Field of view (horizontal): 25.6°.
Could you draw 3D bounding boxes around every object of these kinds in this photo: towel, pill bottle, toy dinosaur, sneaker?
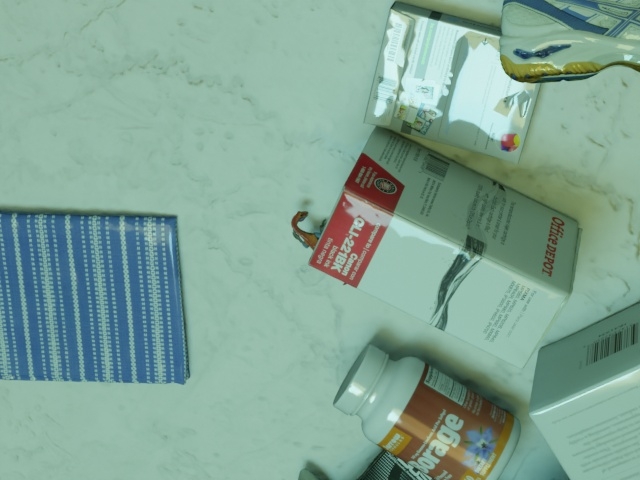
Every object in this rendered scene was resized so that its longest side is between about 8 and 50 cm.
[{"bbox_3d":[-0.340,0.075,1.855,0.336,0.040,0.243,2,113,10],"label":"towel"},{"bbox_3d":[0.130,0.222,1.757,0.216,0.121,0.121,30,117,-2],"label":"pill bottle"},{"bbox_3d":[0.000,0.000,1.719,0.082,0.090,0.047,31,105,-37],"label":"toy dinosaur"},{"bbox_3d":[0.340,-0.242,1.503,0.297,0.112,0.130,-2,88,0],"label":"sneaker"}]

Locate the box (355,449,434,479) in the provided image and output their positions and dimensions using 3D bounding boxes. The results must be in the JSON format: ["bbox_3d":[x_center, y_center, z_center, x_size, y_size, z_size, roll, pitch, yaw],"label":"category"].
[{"bbox_3d":[0.107,0.380,1.800,0.191,0.045,0.184,43,93,16],"label":"box"}]

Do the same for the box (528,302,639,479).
[{"bbox_3d":[0.430,0.258,1.677,0.215,0.168,0.345,-28,105,23],"label":"box"}]

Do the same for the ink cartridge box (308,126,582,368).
[{"bbox_3d":[0.147,0.004,1.610,0.273,0.197,0.114,25,119,1],"label":"ink cartridge box"}]

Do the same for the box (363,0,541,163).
[{"bbox_3d":[0.156,-0.181,1.614,0.186,0.038,0.145,15,117,7],"label":"box"}]

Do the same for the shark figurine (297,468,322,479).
[{"bbox_3d":[0.084,0.423,1.868,0.278,0.116,0.166,17,118,7],"label":"shark figurine"}]
